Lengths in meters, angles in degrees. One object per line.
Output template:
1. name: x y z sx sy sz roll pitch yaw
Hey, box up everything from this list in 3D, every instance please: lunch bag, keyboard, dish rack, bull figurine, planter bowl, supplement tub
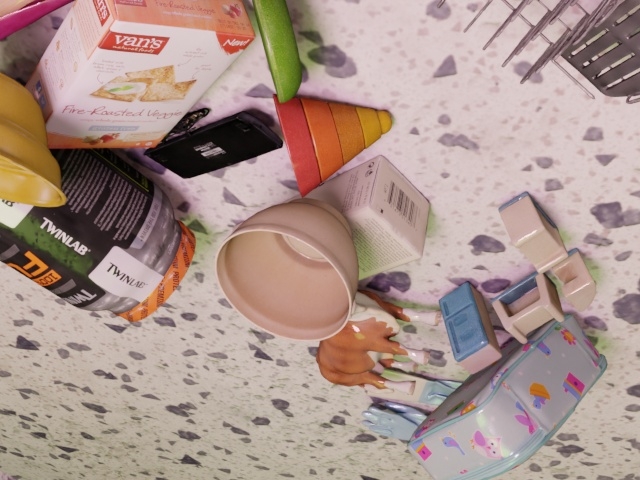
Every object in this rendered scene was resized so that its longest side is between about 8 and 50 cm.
1. lunch bag: 0.260 0.226 1.050 0.108 0.279 0.224 51 140 10
2. keyboard: -0.138 -0.129 0.914 0.192 0.038 0.100 -12 146 40
3. dish rack: 0.159 -0.196 0.576 0.271 0.074 0.208 41 177 -1
4. bull figurine: 0.070 0.145 1.127 0.188 0.101 0.310 16 152 5
5. planter bowl: -0.337 -0.113 0.718 0.217 0.090 0.217 14 165 4
6. planter bowl: -0.024 0.021 0.853 0.162 0.109 0.162 14 132 16
7. supplement tub: -0.325 -0.039 0.951 0.193 0.194 0.316 -24 129 39

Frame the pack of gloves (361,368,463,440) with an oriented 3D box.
1. pack of gloves: 0.194 0.296 1.358 0.232 0.046 0.195 11 131 -1

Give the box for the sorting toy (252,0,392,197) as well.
1. sorting toy: 0.004 -0.194 0.745 0.126 0.127 0.365 -14 142 -2

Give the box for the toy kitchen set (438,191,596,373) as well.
1. toy kitchen set: 0.223 0.043 0.978 0.207 0.122 0.166 -36 123 22

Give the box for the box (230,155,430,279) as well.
1. box: 0.000 0.000 0.980 0.275 0.094 0.113 -21 130 38

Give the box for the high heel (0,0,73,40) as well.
1. high heel: -0.259 -0.251 0.652 0.377 0.181 0.127 -23 109 38

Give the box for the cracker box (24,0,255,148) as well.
1. cracker box: -0.196 -0.176 0.774 0.155 0.067 0.232 -8 161 -42
